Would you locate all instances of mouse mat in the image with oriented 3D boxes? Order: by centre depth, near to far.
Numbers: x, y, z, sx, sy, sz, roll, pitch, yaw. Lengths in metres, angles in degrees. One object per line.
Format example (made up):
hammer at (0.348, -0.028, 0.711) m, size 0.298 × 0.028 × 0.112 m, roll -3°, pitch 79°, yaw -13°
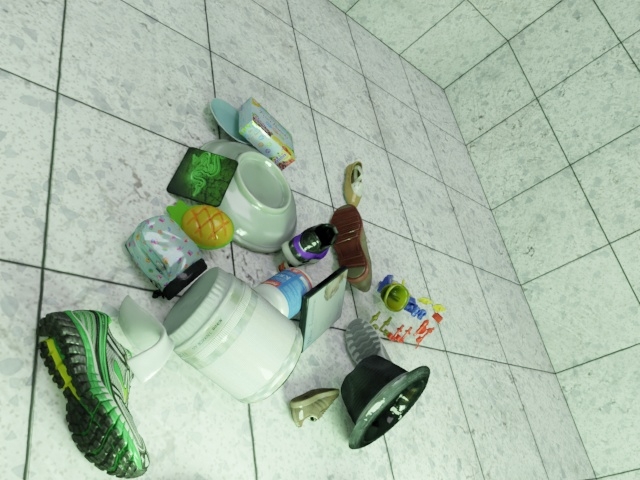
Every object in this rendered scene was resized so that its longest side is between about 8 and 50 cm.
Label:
mouse mat at (-0.325, -0.180, 1.550) m, size 0.153 × 0.007 × 0.189 m, roll 17°, pitch 51°, yaw -2°

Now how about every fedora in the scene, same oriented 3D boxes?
fedora at (0.150, 0.415, 1.521) m, size 0.152 × 0.334 × 0.334 m, roll 42°, pitch 26°, yaw 28°

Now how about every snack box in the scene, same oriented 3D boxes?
snack box at (-0.181, -0.358, 1.866) m, size 0.207 × 0.070 × 0.174 m, roll 42°, pitch 23°, yaw -33°

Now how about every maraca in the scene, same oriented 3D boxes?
maraca at (-0.316, -0.041, 1.456) m, size 0.186 × 0.099 × 0.127 m, roll 17°, pitch 56°, yaw -13°

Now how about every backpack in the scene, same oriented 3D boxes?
backpack at (-0.365, 0.031, 1.315) m, size 0.182 × 0.115 × 0.152 m, roll 50°, pitch 37°, yaw -4°

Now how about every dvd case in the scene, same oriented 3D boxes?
dvd case at (0.008, 0.194, 1.619) m, size 0.022 × 0.180 × 0.253 m, roll 18°, pitch 25°, yaw 23°

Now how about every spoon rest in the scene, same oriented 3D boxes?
spoon rest at (-0.348, 0.190, 1.118) m, size 0.276 × 0.084 × 0.137 m, roll 31°, pitch -33°, yaw 64°

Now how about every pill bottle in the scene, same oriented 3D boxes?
pill bottle at (-0.120, 0.162, 1.501) m, size 0.124 × 0.124 × 0.221 m, roll 57°, pitch 33°, yaw 1°

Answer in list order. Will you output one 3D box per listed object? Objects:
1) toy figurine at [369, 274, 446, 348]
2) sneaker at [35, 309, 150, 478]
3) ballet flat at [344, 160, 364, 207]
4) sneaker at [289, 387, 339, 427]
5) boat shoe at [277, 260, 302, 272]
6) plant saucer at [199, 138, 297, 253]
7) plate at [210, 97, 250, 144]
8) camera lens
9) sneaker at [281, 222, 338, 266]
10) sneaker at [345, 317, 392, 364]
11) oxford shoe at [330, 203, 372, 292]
toy figurine at (0.246, 0.212, 1.942) m, size 0.362 × 0.191 × 0.217 m, roll 27°, pitch 13°, yaw -45°
sneaker at (-0.396, 0.278, 1.052) m, size 0.146 × 0.134 × 0.343 m, roll -10°, pitch 70°, yaw -55°
ballet flat at (0.136, -0.227, 2.189) m, size 0.080 × 0.073 × 0.232 m, roll 31°, pitch 42°, yaw -32°
sneaker at (-0.016, 0.438, 1.474) m, size 0.188 × 0.066 × 0.071 m, roll 0°, pitch 85°, yaw -51°
boat shoe at (-0.069, 0.106, 1.684) m, size 0.137 × 0.043 × 0.049 m, roll 36°, pitch 37°, yaw -29°
plant saucer at (-0.198, -0.157, 1.693) m, size 0.400 × 0.100 × 0.400 m, roll 32°, pitch 40°, yaw -32°
plate at (-0.291, -0.382, 1.812) m, size 0.188 × 0.024 × 0.188 m, roll 40°, pitch 27°, yaw -26°
camera lens at (-0.194, 0.220, 1.274) m, size 0.274 × 0.219 × 0.219 m, roll 43°, pitch 36°, yaw -19°
sneaker at (0.000, 0.001, 1.736) m, size 0.102 × 0.146 × 0.293 m, roll 57°, pitch 20°, yaw 2°
sneaker at (0.165, 0.375, 1.734) m, size 0.281 × 0.105 × 0.115 m, roll 62°, pitch 0°, yaw 16°
oxford shoe at (0.109, 0.027, 1.942) m, size 0.130 × 0.123 × 0.348 m, roll 59°, pitch 21°, yaw -48°
